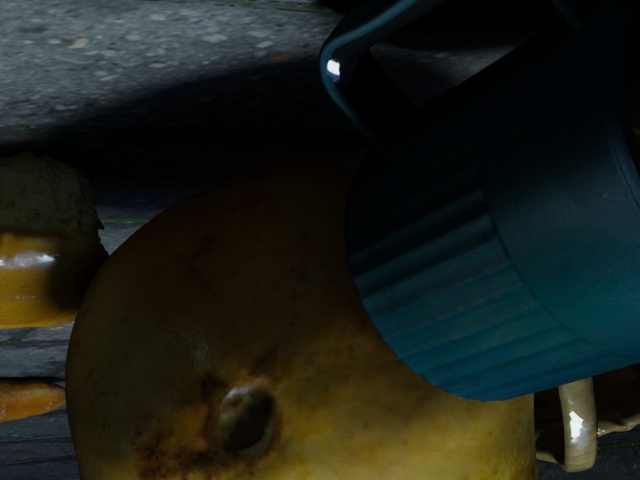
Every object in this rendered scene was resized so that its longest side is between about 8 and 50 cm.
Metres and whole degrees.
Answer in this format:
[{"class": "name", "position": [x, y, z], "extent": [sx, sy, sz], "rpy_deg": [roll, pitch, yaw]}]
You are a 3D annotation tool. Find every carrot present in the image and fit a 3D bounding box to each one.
[{"class": "carrot", "position": [-0.431, 0.224, 2.222], "extent": [0.205, 0.072, 0.072], "rpy_deg": [-2, 164, -33]}]

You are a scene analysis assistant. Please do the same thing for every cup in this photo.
[{"class": "cup", "position": [0.161, -0.039, 1.084], "extent": [0.308, 0.242, 0.292], "rpy_deg": [23, 150, -27]}]

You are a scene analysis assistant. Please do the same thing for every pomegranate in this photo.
[{"class": "pomegranate", "position": [-0.007, 0.142, 1.351], "extent": [0.417, 0.416, 0.416], "rpy_deg": [-8, 165, -2]}]

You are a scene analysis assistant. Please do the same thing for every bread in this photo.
[{"class": "bread", "position": [-0.272, 0.008, 1.396], "extent": [0.174, 0.121, 0.245], "rpy_deg": [-8, 168, -13]}]

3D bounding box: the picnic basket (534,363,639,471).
[{"class": "picnic basket", "position": [0.215, 0.081, 1.534], "extent": [0.337, 0.293, 0.337], "rpy_deg": [-9, -166, 2]}]
